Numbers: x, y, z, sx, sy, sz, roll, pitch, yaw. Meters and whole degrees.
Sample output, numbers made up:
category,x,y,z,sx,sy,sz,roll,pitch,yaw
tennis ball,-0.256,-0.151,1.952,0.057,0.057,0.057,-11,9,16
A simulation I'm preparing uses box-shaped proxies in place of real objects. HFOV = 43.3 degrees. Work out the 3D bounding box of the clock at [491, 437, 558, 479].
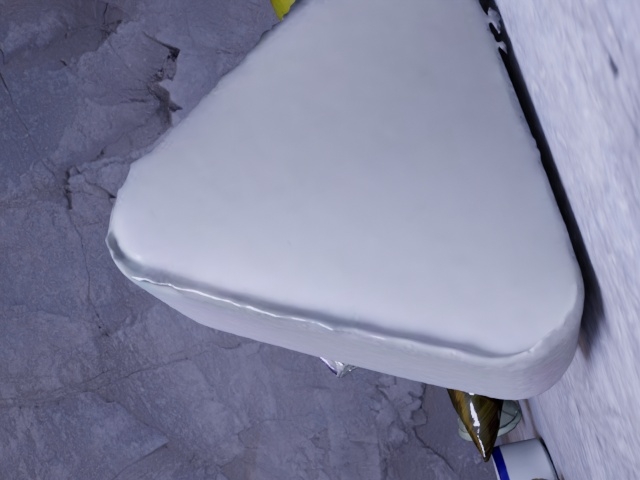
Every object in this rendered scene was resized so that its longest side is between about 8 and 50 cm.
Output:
category,x,y,z,sx,sy,sz,roll,pitch,yaw
clock,0.309,0.401,1.142,0.230,0.083,0.230,-13,-90,-85

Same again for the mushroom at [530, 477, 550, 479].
category,x,y,z,sx,sy,sz,roll,pitch,yaw
mushroom,0.264,0.390,0.864,0.351,0.097,0.109,-79,-27,-70

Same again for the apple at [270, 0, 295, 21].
category,x,y,z,sx,sy,sz,roll,pitch,yaw
apple,0.030,-0.312,0.953,0.157,0.196,0.196,-75,-31,-79

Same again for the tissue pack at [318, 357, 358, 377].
category,x,y,z,sx,sy,sz,roll,pitch,yaw
tissue pack,0.000,0.000,1.092,0.343,0.125,0.242,46,-143,15

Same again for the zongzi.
category,x,y,z,sx,sy,sz,roll,pitch,yaw
zongzi,0.221,0.148,1.163,0.241,0.111,0.247,-90,-11,-56

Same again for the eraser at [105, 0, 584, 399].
category,x,y,z,sx,sy,sz,roll,pitch,yaw
eraser,0.005,-0.026,0.599,0.150,0.331,0.331,58,-162,-66

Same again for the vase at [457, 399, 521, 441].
category,x,y,z,sx,sy,sz,roll,pitch,yaw
vase,0.243,0.185,1.412,0.173,0.173,0.321,-79,-32,-75
